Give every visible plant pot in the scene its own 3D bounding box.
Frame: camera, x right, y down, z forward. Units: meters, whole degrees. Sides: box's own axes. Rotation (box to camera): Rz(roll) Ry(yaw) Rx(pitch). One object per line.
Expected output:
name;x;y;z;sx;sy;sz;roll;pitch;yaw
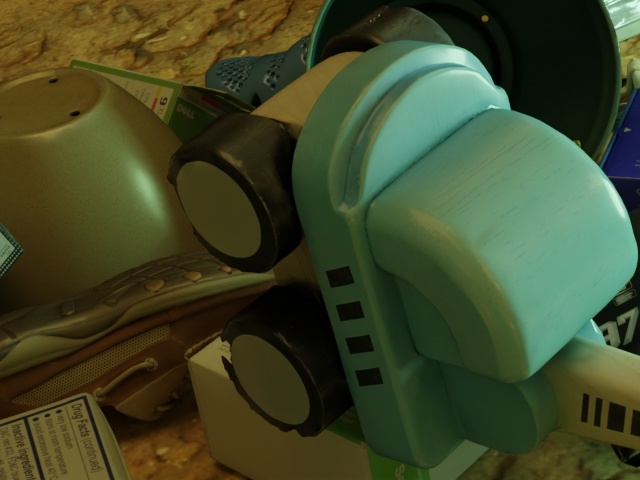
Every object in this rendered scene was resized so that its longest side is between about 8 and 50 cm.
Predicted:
plant pot;0.122;-0.160;1.852;0.293;0.293;0.196;-14;8;-4
plant pot;-0.246;-0.052;1.847;0.284;0.191;0.284;-8;34;5

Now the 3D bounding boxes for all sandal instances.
sandal;0.029;-0.192;2.029;0.317;0.138;0.126;-5;35;12

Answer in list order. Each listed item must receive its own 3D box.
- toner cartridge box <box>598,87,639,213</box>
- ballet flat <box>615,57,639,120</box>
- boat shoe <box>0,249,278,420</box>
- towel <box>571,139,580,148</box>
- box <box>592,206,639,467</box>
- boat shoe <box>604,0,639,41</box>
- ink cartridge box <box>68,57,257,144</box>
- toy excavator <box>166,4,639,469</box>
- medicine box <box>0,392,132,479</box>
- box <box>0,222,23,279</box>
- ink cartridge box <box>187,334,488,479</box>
toner cartridge box;0.440;-0.063;1.757;0.348;0.075;0.165;5;35;23
ballet flat;0.299;-0.151;1.947;0.188;0.070;0.070;-8;33;5
boat shoe;-0.163;0.094;1.669;0.324;0.116;0.123;-18;13;2
towel;0.235;-0.001;1.668;0.021;0.102;0.237;-14;23;8
box;0.294;0.048;1.477;0.220;0.051;0.175;-28;69;14
boat shoe;0.310;-0.265;2.100;0.227;0.081;0.079;-29;37;-24
ink cartridge box;-0.161;-0.129;2.004;0.209;0.109;0.062;14;83;33
toy excavator;0.155;0.077;1.334;0.445;0.433;0.222;13;40;44
medicine box;-0.240;0.281;1.267;0.289;0.263;0.149;-17;34;-9
box;-0.415;0.078;1.707;0.216;0.060;0.270;9;54;49
ink cartridge box;0.060;0.099;1.589;0.198;0.114;0.273;22;45;38
